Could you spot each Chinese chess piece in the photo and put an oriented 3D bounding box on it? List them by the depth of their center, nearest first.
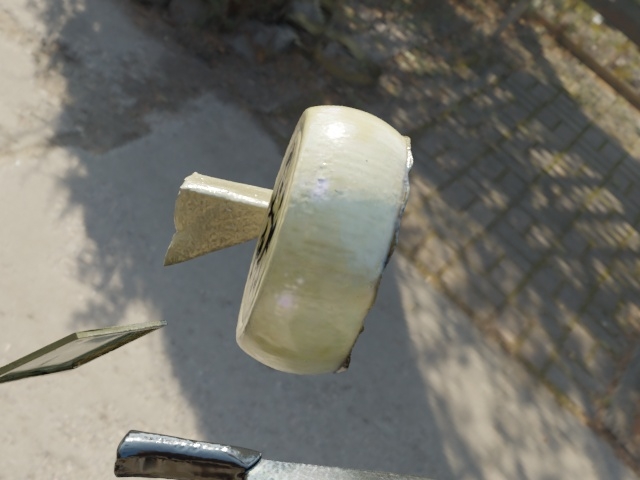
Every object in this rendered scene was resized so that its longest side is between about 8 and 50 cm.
[{"bbox_3d":[0.000,0.000,1.053,0.104,0.257,0.257,17,34,-8],"label":"Chinese chess piece"}]

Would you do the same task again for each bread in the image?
[{"bbox_3d":[-0.095,-0.011,1.274,0.152,0.105,0.077,13,21,8],"label":"bread"}]

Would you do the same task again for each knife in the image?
[{"bbox_3d":[-0.018,0.153,0.694,0.230,0.028,0.060,6,19,4],"label":"knife"}]

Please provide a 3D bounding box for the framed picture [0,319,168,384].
[{"bbox_3d":[-0.262,0.118,1.173,0.010,0.136,0.201,66,16,7],"label":"framed picture"}]
